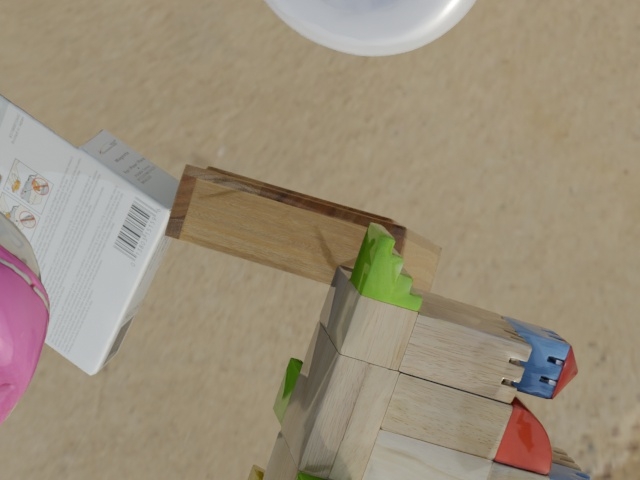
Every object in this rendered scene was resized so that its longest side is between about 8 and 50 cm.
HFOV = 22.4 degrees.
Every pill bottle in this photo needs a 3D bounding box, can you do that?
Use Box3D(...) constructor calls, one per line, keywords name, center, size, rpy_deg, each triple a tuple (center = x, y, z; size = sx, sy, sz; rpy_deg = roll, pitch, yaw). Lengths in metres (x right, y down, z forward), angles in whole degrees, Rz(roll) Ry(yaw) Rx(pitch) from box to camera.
Box3D(name="pill bottle", center=(0.068, -0.271, 1.198), size=(0.181, 0.323, 0.182), rpy_deg=(8, 120, 15))

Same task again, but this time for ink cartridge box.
Box3D(name="ink cartridge box", center=(-0.295, -0.013, 1.812), size=(0.239, 0.060, 0.275), rpy_deg=(35, 127, 8))

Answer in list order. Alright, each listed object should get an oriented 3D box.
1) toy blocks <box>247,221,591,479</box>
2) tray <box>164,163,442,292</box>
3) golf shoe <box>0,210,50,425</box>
Box3D(name="toy blocks", center=(0.096, 0.199, 1.288), size=(0.260, 0.191, 0.381), rpy_deg=(17, 99, -13))
Box3D(name="tray", center=(0.000, 0.000, 1.586), size=(0.202, 0.411, 0.076), rpy_deg=(16, 91, 9))
Box3D(name="golf shoe", center=(-0.189, 0.011, 0.465), size=(0.306, 0.140, 0.115), rpy_deg=(-14, 143, 37))
